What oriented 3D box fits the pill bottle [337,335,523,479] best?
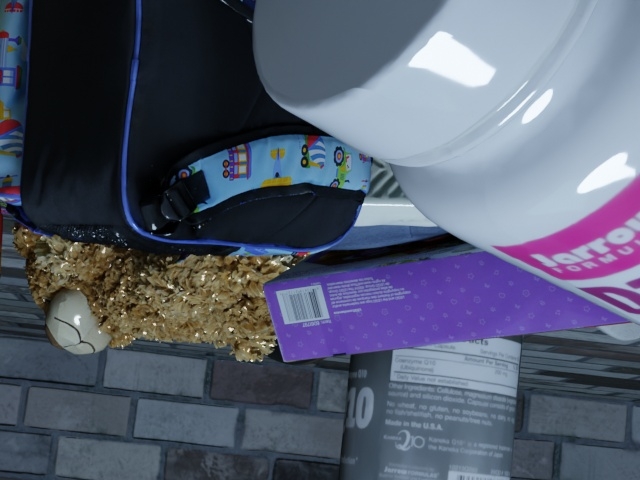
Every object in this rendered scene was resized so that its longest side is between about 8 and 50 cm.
[{"bbox_3d":[0.106,0.132,1.257,0.161,0.283,0.161,6,170,1],"label":"pill bottle"}]

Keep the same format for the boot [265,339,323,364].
[{"bbox_3d":[0.031,0.090,1.601,0.115,0.112,0.305,1,174,-43],"label":"boot"}]

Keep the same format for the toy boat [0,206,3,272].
[{"bbox_3d":[-0.383,0.014,1.017,0.318,0.148,0.268,16,166,-42],"label":"toy boat"}]

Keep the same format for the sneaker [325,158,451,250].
[{"bbox_3d":[-0.055,-0.050,0.766,0.350,0.131,0.148,8,166,-10],"label":"sneaker"}]

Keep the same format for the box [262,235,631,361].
[{"bbox_3d":[0.139,0.005,0.834,0.293,0.057,0.201,-9,-168,30],"label":"box"}]

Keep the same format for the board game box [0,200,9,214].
[{"bbox_3d":[-0.337,-0.071,1.065,0.347,0.056,0.208,9,165,-15],"label":"board game box"}]

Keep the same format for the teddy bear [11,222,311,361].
[{"bbox_3d":[-0.127,0.044,1.139,0.338,0.113,0.245,2,167,21],"label":"teddy bear"}]

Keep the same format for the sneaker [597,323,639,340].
[{"bbox_3d":[0.296,0.058,1.354,0.094,0.080,0.212,12,178,43],"label":"sneaker"}]

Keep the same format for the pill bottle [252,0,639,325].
[{"bbox_3d":[0.125,-0.053,0.508,0.283,0.160,0.160,24,162,-31],"label":"pill bottle"}]

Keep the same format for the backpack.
[{"bbox_3d":[-0.053,-0.067,0.624,0.117,0.158,0.173,-1,175,38],"label":"backpack"}]
